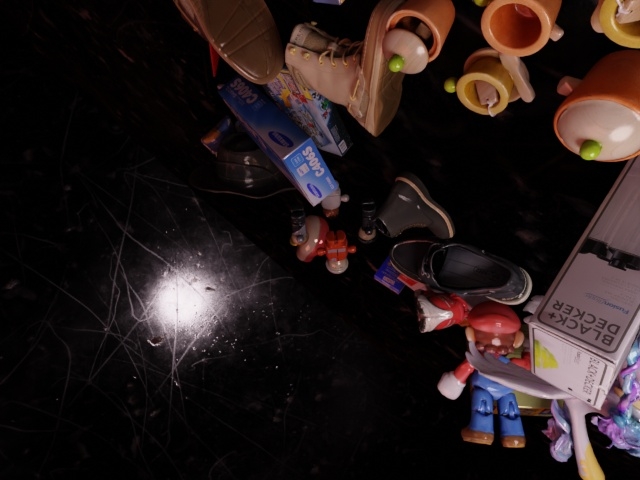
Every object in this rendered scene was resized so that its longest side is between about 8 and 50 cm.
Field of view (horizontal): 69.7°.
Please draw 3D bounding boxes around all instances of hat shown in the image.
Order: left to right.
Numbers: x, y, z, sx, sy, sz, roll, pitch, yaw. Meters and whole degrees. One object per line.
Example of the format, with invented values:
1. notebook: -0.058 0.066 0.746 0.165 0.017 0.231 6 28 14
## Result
1. hat: -0.197 -0.226 1.267 0.332 0.332 0.133 26 121 40

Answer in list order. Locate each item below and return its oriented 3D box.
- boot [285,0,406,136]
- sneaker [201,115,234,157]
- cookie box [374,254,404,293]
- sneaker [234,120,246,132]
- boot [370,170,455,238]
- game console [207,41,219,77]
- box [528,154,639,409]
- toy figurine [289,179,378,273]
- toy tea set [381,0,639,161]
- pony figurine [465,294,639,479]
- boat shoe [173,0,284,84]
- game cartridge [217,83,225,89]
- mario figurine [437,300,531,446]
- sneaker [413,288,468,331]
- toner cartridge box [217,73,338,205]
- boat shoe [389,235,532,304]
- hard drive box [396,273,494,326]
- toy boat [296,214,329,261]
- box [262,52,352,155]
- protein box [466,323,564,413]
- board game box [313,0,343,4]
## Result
1. boot: 0.036 -0.296 0.725 0.204 0.095 0.262 37 168 13
2. sneaker: -0.289 -0.298 1.424 0.131 0.112 0.296 49 177 -16
3. cookie box: 0.228 0.093 1.386 0.092 0.107 0.040 34 164 19
4. sneaker: -0.214 -0.309 1.372 0.069 0.038 0.098 33 165 24
5. boot: 0.200 -0.036 1.014 0.198 0.137 0.077 43 164 -21
6. game console: -0.250 -0.442 0.969 0.124 0.085 0.144 38 165 0
7. box: 0.362 0.038 0.552 0.087 0.289 0.169 27 162 37
8. toy figurine: 0.035 -0.038 1.248 0.210 0.213 0.148 30 149 26
9. toy tea set: 0.216 -0.186 0.512 0.336 0.124 0.200 19 157 40
10. pony figurine: 0.501 0.274 0.860 0.351 0.303 0.363 11 124 50
11. boat shoe: -0.200 -0.436 0.839 0.342 0.123 0.123 45 177 -22
12. game cartridge: -0.242 -0.388 1.247 0.056 0.017 0.083 19 156 43
13. mario figurine: 0.394 0.297 1.057 0.198 0.320 0.170 21 156 -28
14. sneaker: 0.289 0.169 1.099 0.119 0.107 0.279 -8 178 9
15. toner cartridge box: -0.104 -0.238 1.055 0.347 0.075 0.165 49 178 39
16. boat shoe: 0.290 0.056 1.043 0.340 0.127 0.113 24 180 37
17. hard drive box: 0.344 0.122 1.239 0.232 0.089 0.181 37 165 5
18. toy boat: 0.000 0.000 1.656 0.151 0.150 0.231 9 167 -6
19. box: -0.038 -0.293 0.990 0.159 0.044 0.233 28 162 39
20. protein box: 0.480 0.326 1.159 0.200 0.201 0.136 -2 152 13
21. board game box: 0.014 -0.370 0.403 0.042 0.165 0.243 28 162 35
